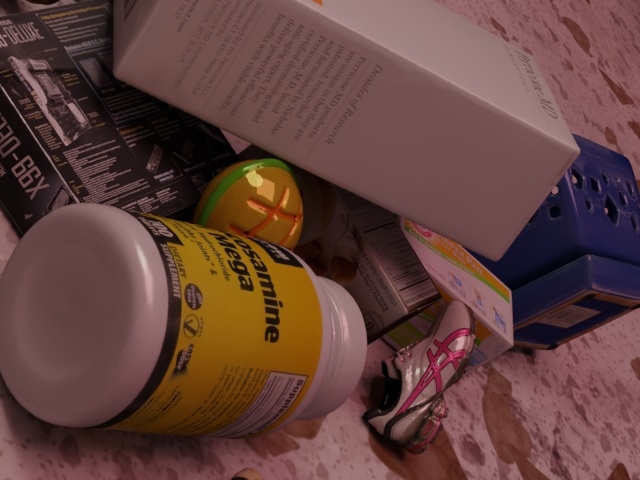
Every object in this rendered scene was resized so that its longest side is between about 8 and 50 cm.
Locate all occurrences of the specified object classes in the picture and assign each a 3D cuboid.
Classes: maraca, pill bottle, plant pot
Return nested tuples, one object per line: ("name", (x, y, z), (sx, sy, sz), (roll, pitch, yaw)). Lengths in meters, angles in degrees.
("maraca", (-0.074, -0.001, 1.612), (0.127, 0.185, 0.099), (-17, 42, -32))
("pill bottle", (-0.111, 0.081, 1.444), (0.334, 0.188, 0.188), (13, 49, -52))
("plant pot", (0.291, 0.012, 2.100), (0.236, 0.236, 0.212), (13, 55, -52))

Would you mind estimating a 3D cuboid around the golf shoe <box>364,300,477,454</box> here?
("golf shoe", (0.114, 0.139, 1.788), (0.086, 0.067, 0.186), (32, 64, -14))

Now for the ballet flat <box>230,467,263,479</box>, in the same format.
("ballet flat", (-0.063, 0.274, 1.457), (0.057, 0.049, 0.173), (40, 31, -27))

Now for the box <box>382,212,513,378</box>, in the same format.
("box", (0.121, 0.061, 1.900), (0.203, 0.114, 0.103), (40, 31, -24))

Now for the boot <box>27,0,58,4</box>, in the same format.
("boot", (-0.392, -0.334, 1.578), (0.236, 0.089, 0.269), (53, 26, 19))

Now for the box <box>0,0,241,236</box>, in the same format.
("box", (-0.225, -0.113, 1.598), (0.242, 0.076, 0.307), (56, 28, 2))

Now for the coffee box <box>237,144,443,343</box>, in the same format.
("coffee box", (0.000, 0.000, 1.754), (0.246, 0.141, 0.098), (60, 28, 7))

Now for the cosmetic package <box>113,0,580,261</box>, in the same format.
("cosmetic package", (0.021, -0.179, 1.657), (0.453, 0.161, 0.230), (25, 26, -22))

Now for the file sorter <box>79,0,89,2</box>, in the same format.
("file sorter", (-0.119, -0.304, 1.864), (0.278, 0.173, 0.192), (38, 33, -30))
